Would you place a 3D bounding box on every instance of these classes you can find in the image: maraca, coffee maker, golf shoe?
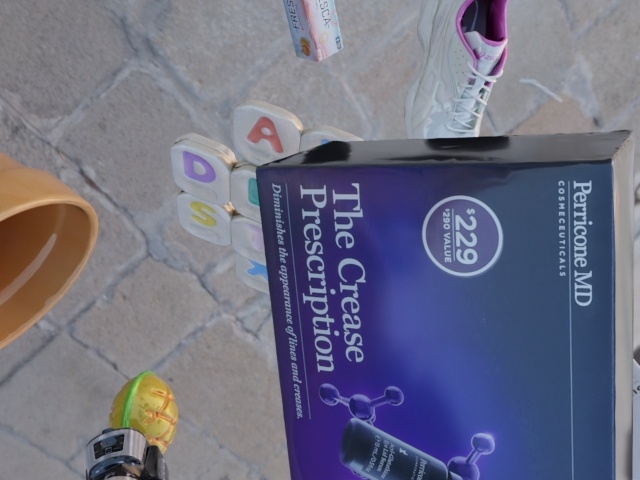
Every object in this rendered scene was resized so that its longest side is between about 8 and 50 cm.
[{"bbox_3d":[-0.269,0.292,1.153,0.127,0.099,0.185,-10,102,-73],"label":"maraca"},{"bbox_3d":[-0.254,0.360,0.978,0.120,0.178,0.171,4,113,-13],"label":"coffee maker"},{"bbox_3d":[0.196,-0.224,1.071,0.115,0.140,0.306,-1,98,-22],"label":"golf shoe"}]

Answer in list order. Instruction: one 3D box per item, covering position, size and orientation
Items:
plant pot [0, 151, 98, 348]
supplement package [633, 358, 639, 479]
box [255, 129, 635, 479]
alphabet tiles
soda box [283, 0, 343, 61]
[{"bbox_3d":[-0.444,-0.004,0.900,0.291,0.203,0.291,-45,167,-13],"label":"plant pot"},{"bbox_3d":[0.350,0.226,0.997,0.175,0.293,0.177,-36,136,9],"label":"supplement package"},{"bbox_3d":[0.077,0.077,0.428,0.103,0.184,0.261,-32,119,-61],"label":"box"},{"bbox_3d":[0.000,0.000,0.671,0.278,0.284,0.021,101,13,-57],"label":"alphabet tiles"},{"bbox_3d":[-0.019,-0.383,1.208,0.063,0.058,0.183,-35,131,-27],"label":"soda box"}]
